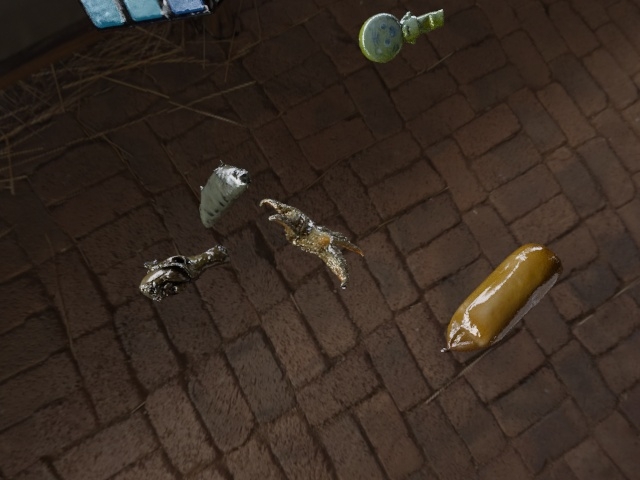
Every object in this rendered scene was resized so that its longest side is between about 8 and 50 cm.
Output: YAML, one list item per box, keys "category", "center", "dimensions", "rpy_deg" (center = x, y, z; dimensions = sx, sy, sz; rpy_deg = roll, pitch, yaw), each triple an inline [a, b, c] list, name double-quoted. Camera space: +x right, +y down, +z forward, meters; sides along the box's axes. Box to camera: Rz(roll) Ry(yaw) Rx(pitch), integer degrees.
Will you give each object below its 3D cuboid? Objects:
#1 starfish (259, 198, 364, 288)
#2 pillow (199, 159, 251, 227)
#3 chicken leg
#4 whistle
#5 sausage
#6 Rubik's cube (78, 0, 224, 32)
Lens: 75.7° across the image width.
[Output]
- category: "starfish"
  center: [-0.006, 0.006, 0.924]
  dimensions: [0.301, 0.293, 0.084]
  rpy_deg: [34, 96, -12]
- category: "pillow"
  center: [-0.232, -0.112, 0.944]
  dimensions: [0.051, 0.241, 0.093]
  rpy_deg: [-32, 88, -43]
- category: "chicken leg"
  center: [-0.286, 0.058, 0.876]
  dimensions: [0.196, 0.125, 0.080]
  rpy_deg: [-22, 107, -17]
- category: "whistle"
  center: [0.186, -0.487, 0.957]
  dimensions: [0.198, 0.057, 0.104]
  rpy_deg: [-18, 120, 5]
- category: "sausage"
  center: [0.389, 0.141, 0.905]
  dimensions: [0.328, 0.112, 0.112]
  rpy_deg: [-43, 89, -6]
- category: "Rubik's cube"
  center: [-0.189, -0.349, 0.450]
  dimensions: [0.162, 0.160, 0.163]
  rpy_deg: [-2, 49, 14]
